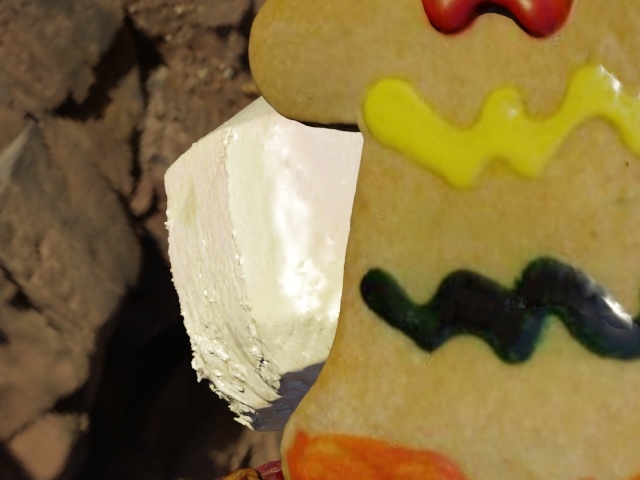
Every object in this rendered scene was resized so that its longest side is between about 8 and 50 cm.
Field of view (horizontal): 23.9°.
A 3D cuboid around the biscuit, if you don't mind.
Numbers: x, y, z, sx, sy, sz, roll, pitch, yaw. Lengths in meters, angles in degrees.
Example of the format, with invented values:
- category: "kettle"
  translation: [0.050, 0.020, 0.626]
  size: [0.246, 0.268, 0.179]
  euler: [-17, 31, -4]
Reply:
- category: "biscuit"
  translation: [0.101, -0.010, 0.838]
  size: [0.368, 0.394, 0.076]
  euler: [4, -178, 34]

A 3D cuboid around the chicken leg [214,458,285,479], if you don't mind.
- category: "chicken leg"
  translation: [0.072, 0.234, 1.171]
  size: [0.096, 0.407, 0.158]
  euler: [-137, 49, -64]

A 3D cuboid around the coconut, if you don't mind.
- category: "coconut"
  translation: [0.000, 0.000, 1.388]
  size: [0.297, 0.310, 0.297]
  euler: [-11, 156, -5]
